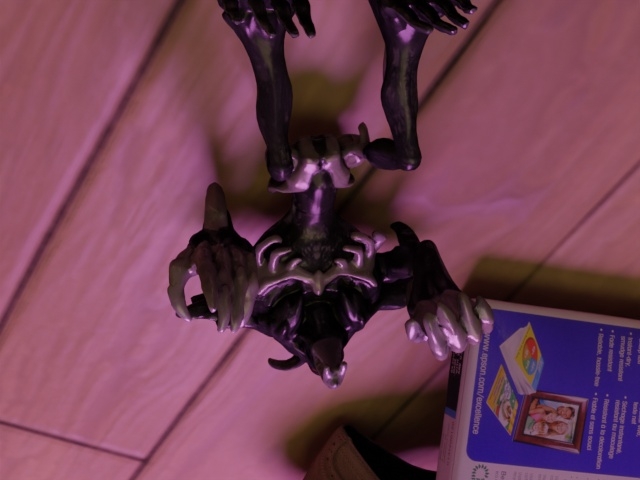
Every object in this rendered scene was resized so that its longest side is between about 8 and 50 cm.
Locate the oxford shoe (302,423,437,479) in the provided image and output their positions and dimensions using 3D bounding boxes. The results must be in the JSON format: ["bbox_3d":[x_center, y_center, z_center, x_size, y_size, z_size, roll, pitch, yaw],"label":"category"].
[{"bbox_3d":[0.142,0.245,0.678,0.348,0.123,0.130,21,98,3],"label":"oxford shoe"}]

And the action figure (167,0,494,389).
[{"bbox_3d":[0.000,0.000,0.492,0.164,0.141,0.275,-2,129,-4],"label":"action figure"}]

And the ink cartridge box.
[{"bbox_3d":[0.181,0.153,0.624,0.208,0.045,0.206,9,87,-9],"label":"ink cartridge box"}]
